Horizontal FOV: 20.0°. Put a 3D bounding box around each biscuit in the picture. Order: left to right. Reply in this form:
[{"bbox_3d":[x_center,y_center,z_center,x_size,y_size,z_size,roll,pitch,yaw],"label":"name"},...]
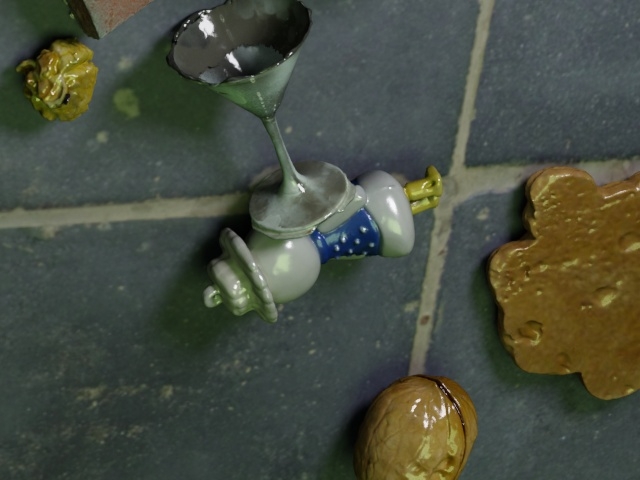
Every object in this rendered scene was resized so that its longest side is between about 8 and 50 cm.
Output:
[{"bbox_3d":[0.331,0.047,2.201,0.269,0.051,0.376,-30,127,0],"label":"biscuit"}]

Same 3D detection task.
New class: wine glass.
[{"bbox_3d":[-0.051,-0.123,1.865,0.156,0.156,0.232,-26,131,-7],"label":"wine glass"}]

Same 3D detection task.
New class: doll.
[{"bbox_3d":[0.000,0.000,1.988,0.293,0.119,0.138,-27,158,-12],"label":"doll"}]

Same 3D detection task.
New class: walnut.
[{"bbox_3d":[0.115,0.239,2.179,0.144,0.144,0.180,5,115,-27],"label":"walnut"}]

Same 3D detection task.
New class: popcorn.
[{"bbox_3d":[-0.255,-0.153,1.790,0.084,0.084,0.084,-12,125,-17],"label":"popcorn"}]

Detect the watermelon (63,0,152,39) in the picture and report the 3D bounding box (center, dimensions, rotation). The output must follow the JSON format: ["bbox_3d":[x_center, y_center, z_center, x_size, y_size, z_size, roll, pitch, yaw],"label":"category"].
[{"bbox_3d":[-0.211,-0.298,1.723,0.154,0.094,0.241,-21,129,-23],"label":"watermelon"}]
